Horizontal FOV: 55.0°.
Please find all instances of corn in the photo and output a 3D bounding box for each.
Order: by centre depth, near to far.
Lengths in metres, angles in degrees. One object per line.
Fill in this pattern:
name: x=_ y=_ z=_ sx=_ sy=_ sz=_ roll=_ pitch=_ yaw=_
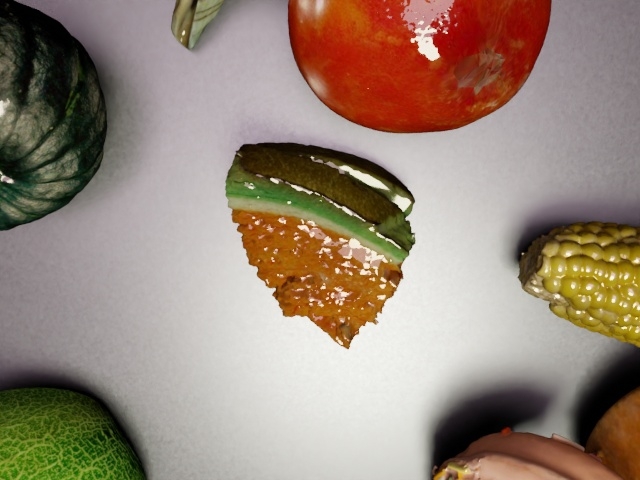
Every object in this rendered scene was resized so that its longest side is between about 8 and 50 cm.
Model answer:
corn: x=0.366 y=0.054 z=0.588 sx=0.347 sy=0.130 sz=0.130 roll=10 pitch=98 yaw=1

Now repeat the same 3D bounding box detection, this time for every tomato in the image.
tomato: x=0.101 y=-0.175 z=0.508 sx=0.233 sy=0.139 sz=0.200 roll=-37 pitch=136 yaw=8

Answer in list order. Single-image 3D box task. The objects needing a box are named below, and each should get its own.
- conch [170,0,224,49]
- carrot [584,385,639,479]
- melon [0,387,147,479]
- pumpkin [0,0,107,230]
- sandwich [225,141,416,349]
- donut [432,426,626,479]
conch: x=-0.007 y=-0.326 z=0.516 sx=0.170 sy=0.203 sz=0.386 roll=3 pitch=125 yaw=-26
carrot: x=0.401 y=0.265 z=0.598 sx=0.259 sy=0.100 sz=0.307 roll=-18 pitch=114 yaw=19
melon: x=-0.248 y=0.248 z=0.580 sx=0.169 sy=0.129 sz=0.265 roll=-35 pitch=99 yaw=-28
pumpkin: x=-0.294 y=-0.105 z=0.518 sx=0.221 sy=0.220 sz=0.161 roll=-29 pitch=59 yaw=4
sandwich: x=-0.008 y=-0.004 z=0.593 sx=0.185 sy=0.109 sz=0.159 roll=21 pitch=117 yaw=-5
donut: x=0.206 y=0.275 z=0.597 sx=0.199 sy=0.085 sz=0.232 roll=18 pitch=132 yaw=34
